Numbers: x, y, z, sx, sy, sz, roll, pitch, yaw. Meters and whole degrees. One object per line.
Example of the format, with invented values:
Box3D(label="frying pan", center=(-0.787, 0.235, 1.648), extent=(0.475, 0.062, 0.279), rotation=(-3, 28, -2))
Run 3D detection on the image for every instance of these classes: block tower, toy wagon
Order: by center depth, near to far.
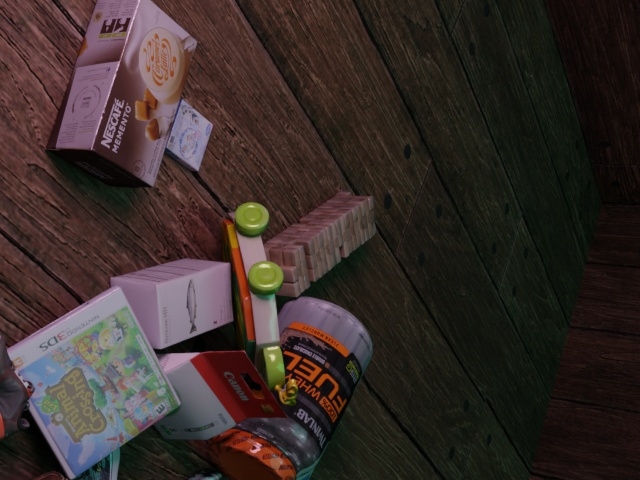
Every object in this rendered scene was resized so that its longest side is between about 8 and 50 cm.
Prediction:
Box3D(label="toy wagon", center=(-0.106, 0.115, 1.459), extent=(0.267, 0.068, 0.344), rotation=(98, -20, -53))
Box3D(label="block tower", center=(0.000, 0.000, 1.777), extent=(0.335, 0.097, 0.091), rotation=(-39, 126, -50))

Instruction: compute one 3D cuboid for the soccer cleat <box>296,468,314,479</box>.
Box3D(label="soccer cleat", center=(-0.063, 0.433, 1.741), extent=(0.331, 0.116, 0.143), rotation=(-54, 152, -36))

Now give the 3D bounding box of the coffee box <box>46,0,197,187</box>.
Box3D(label="coffee box", center=(-0.288, -0.217, 1.290), extent=(0.141, 0.098, 0.247), rotation=(36, 64, -53))

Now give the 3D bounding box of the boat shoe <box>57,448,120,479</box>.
Box3D(label="boat shoe", center=(-0.352, 0.387, 1.312), extent=(0.083, 0.065, 0.183), rotation=(3, 87, -51))

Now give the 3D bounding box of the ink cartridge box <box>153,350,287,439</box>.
Box3D(label="ink cartridge box", center=(-0.189, 0.250, 1.390), extent=(0.181, 0.224, 0.056), rotation=(63, 35, -39))

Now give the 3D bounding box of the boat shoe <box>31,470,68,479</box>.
Box3D(label="boat shoe", center=(-0.436, 0.380, 1.147), extent=(0.257, 0.095, 0.095), rotation=(-43, 123, -46))

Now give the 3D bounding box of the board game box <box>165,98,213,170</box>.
Box3D(label="board game box", center=(-0.224, -0.176, 1.469), extent=(0.090, 0.020, 0.090), rotation=(38, 62, -52))

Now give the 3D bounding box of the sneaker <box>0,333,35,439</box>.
Box3D(label="sneaker", center=(-0.416, 0.188, 1.165), extent=(0.064, 0.061, 0.158), rotation=(-8, 115, -30))

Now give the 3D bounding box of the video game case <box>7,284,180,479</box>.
Box3D(label="video game case", center=(-0.326, 0.203, 1.259), extent=(0.193, 0.023, 0.212), rotation=(-33, 111, -26))

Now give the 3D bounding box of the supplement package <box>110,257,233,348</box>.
Box3D(label="supplement package", center=(-0.236, 0.097, 1.408), extent=(0.179, 0.105, 0.105), rotation=(-18, 110, -55))

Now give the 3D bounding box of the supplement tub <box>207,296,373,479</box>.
Box3D(label="supplement tub", center=(-0.056, 0.287, 1.622), extent=(0.338, 0.207, 0.207), rotation=(-59, 139, -35))

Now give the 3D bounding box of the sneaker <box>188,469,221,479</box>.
Box3D(label="sneaker", center=(-0.216, 0.452, 1.554), extent=(0.098, 0.038, 0.069), rotation=(-9, 104, -47))
